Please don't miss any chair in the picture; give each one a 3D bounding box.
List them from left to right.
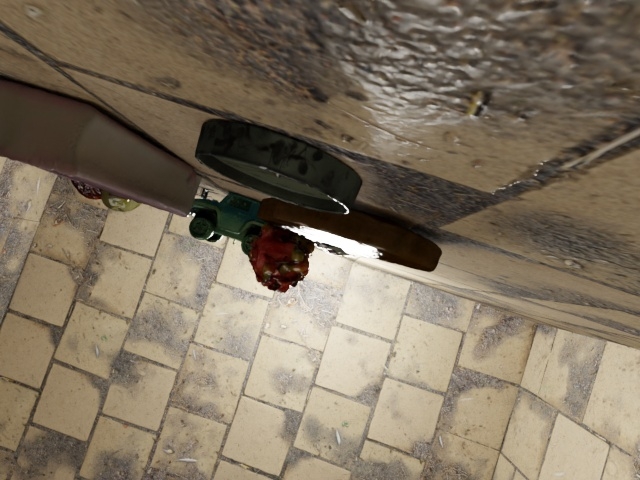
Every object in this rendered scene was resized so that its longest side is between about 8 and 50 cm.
[{"bbox_3d":[-0.366,-0.147,1.250,0.086,0.037,0.042,14,165,7],"label":"chair"}]

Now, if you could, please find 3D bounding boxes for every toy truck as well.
[{"bbox_3d":[-0.233,-0.045,1.149,0.279,0.156,0.155,19,176,1],"label":"toy truck"}]

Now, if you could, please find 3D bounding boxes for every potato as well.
[{"bbox_3d":[-0.881,-0.210,1.811,0.178,0.160,0.235,-5,176,-6],"label":"potato"}]

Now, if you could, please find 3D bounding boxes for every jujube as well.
[{"bbox_3d":[-1.030,-0.275,1.796,0.168,0.168,0.236,19,164,-7],"label":"jujube"}]

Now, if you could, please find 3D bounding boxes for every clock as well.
[{"bbox_3d":[-0.054,-0.087,0.518,0.215,0.042,0.215,19,177,1],"label":"clock"}]

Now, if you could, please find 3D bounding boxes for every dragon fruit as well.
[{"bbox_3d":[-0.075,0.034,0.821,0.133,0.150,0.208,-13,-177,-23],"label":"dragon fruit"}]

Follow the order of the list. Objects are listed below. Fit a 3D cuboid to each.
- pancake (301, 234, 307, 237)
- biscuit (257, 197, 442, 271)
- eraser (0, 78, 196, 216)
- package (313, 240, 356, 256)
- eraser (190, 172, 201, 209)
[{"bbox_3d":[0.000,0.000,1.770,0.190,0.020,0.184,20,177,-42],"label":"pancake"},{"bbox_3d":[0.050,-0.019,0.803,0.381,0.074,0.359,20,176,13],"label":"biscuit"},{"bbox_3d":[-0.426,-0.158,0.755,0.272,0.122,0.359,16,177,11],"label":"eraser"},{"bbox_3d":[0.038,0.034,1.604,0.166,0.040,0.232,19,178,-17],"label":"package"},{"bbox_3d":[-0.367,-0.131,1.051,0.046,0.092,0.212,20,176,-29],"label":"eraser"}]
